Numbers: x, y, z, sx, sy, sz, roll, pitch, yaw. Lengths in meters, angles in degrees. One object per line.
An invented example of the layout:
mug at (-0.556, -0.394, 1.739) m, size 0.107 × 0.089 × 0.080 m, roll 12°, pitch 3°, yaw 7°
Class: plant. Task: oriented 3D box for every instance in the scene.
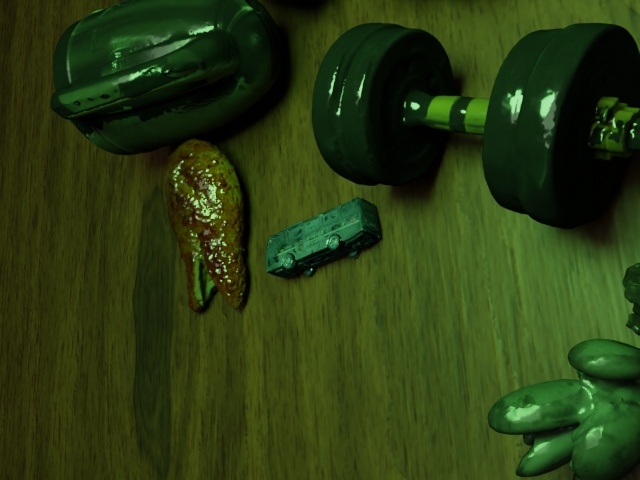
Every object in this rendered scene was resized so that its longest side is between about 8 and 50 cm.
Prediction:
plant at (0.268, 0.109, 0.534) m, size 0.146 × 0.149 × 0.274 m, roll 45°, pitch 119°, yaw -2°

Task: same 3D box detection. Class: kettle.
kettle at (-0.223, -0.247, 0.946) m, size 0.324 × 0.321 × 0.228 m, roll -7°, pitch 110°, yaw 33°

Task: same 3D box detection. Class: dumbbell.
dumbbell at (0.149, -0.127, 0.670) m, size 0.388 × 0.185 × 0.185 m, roll 17°, pitch 91°, yaw 42°

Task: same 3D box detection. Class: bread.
bread at (-0.174, -0.026, 0.980) m, size 0.139 × 0.095 × 0.268 m, roll -18°, pitch 72°, yaw 44°

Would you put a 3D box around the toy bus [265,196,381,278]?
toy bus at (0.000, 0.000, 0.856) m, size 0.166 × 0.047 × 0.065 m, roll -22°, pitch 61°, yaw 33°
